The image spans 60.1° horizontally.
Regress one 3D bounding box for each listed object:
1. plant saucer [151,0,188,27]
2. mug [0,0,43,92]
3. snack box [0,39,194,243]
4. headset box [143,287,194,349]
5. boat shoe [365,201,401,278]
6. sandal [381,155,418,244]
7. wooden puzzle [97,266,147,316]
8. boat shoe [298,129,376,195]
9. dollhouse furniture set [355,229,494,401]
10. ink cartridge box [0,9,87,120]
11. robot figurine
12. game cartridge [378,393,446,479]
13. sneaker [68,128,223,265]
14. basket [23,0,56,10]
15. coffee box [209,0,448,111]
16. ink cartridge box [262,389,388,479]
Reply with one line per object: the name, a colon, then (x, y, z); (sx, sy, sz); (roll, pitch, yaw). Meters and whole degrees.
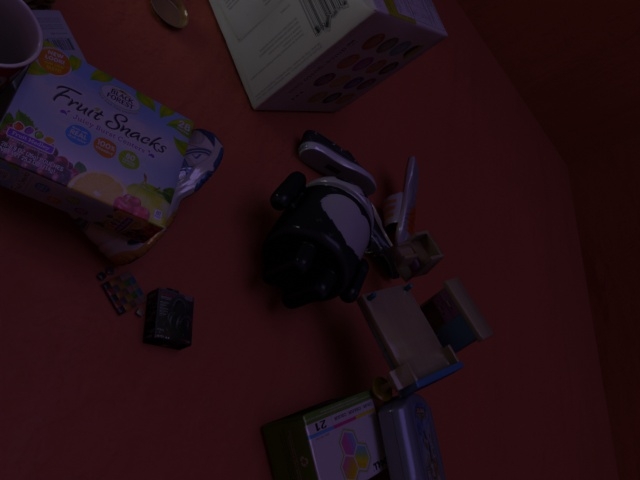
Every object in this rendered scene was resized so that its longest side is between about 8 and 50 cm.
plant saucer: (-0.289, -0.437, 1.048); (0.083, 0.015, 0.084); (28, 50, -39)
mug: (-0.416, -0.219, 0.628); (0.113, 0.169, 0.150); (-27, 90, -54)
snack box: (-0.280, -0.118, 0.690); (0.207, 0.070, 0.175); (28, 55, -31)
headset box: (-0.218, 0.110, 0.798); (0.062, 0.032, 0.083); (25, 53, -41)
boat shoe: (0.123, 0.006, 1.282); (0.064, 0.075, 0.206); (-28, 100, -11)
sandal: (0.198, -0.093, 1.401); (0.102, 0.076, 0.265); (54, 42, -54)
wooden puzzle: (-0.274, 0.072, 0.772); (0.049, 0.006, 0.083); (-34, 97, -54)
boat shoe: (0.042, -0.179, 1.265); (0.228, 0.080, 0.076); (25, 52, -32)
dollhouse furniture set: (0.137, 0.165, 1.102); (0.303, 0.198, 0.287); (-10, 63, -43)
ink cartridge box: (-0.382, -0.215, 0.749); (0.127, 0.072, 0.175); (-31, 95, -53)
robot figurine: (0.001, -0.002, 1.015); (0.278, 0.173, 0.209); (-60, 158, -49)
game cartridge: (0.177, 0.387, 1.024); (0.297, 0.062, 0.198); (40, 42, -64)
sneaker: (-0.249, -0.104, 0.820); (0.131, 0.111, 0.297); (48, 39, -22)
basket: (-0.456, -0.422, 0.661); (0.223, 0.213, 0.299); (61, 36, -6)
coffee box: (0.009, -0.510, 1.189); (0.334, 0.337, 0.338); (-16, 81, -54)
ink cartridge box: (0.031, 0.393, 0.888); (0.188, 0.097, 0.255); (0, 70, -52)
